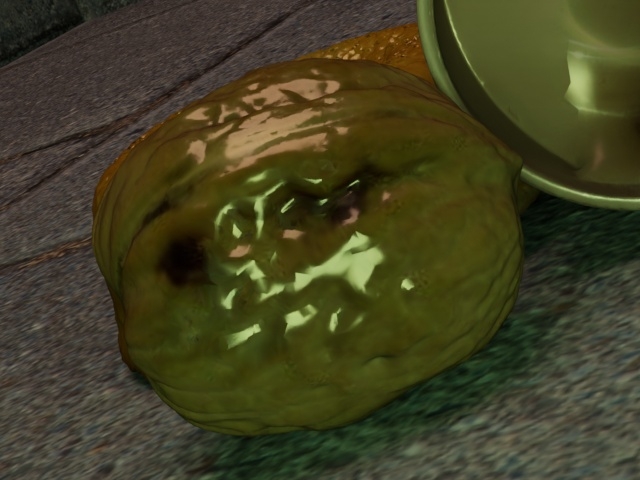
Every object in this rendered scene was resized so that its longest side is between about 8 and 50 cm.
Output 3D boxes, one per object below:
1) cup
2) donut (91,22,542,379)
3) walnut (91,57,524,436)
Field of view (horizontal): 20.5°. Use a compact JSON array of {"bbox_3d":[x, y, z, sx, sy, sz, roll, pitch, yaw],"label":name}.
[{"bbox_3d":[0.138,-0.166,0.834,0.191,0.253,0.200,-11,20,10],"label":"cup"},{"bbox_3d":[-0.002,-0.032,0.955,0.277,0.108,0.277,-21,14,5],"label":"donut"},{"bbox_3d":[0.000,0.000,0.750,0.184,0.155,0.155,-22,13,5],"label":"walnut"}]
